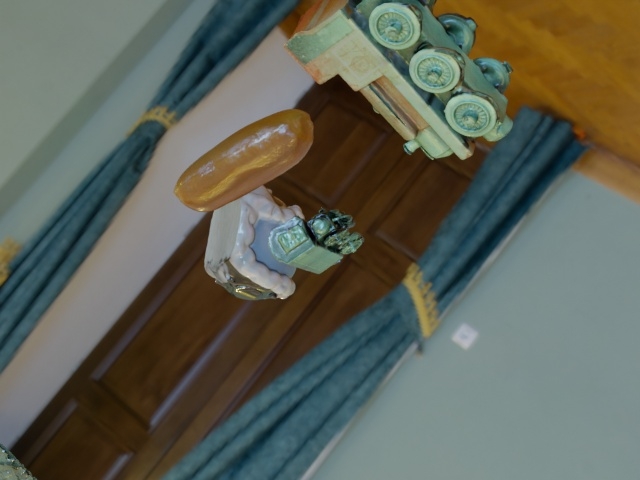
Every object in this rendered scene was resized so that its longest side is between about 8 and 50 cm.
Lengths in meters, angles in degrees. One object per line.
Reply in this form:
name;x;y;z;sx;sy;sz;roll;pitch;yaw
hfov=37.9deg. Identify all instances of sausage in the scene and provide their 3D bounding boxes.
sausage;-0.108;-0.118;1.370;0.098;0.238;0.098;48;-157;-28

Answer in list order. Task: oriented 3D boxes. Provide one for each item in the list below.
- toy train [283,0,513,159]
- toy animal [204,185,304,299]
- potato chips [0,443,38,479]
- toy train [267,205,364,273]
toy train;0.070;-0.133;0.736;0.118;0.074;0.176;-25;120;41
toy animal;-0.110;0.003;1.652;0.156;0.204;0.208;14;169;-21
potato chips;-0.333;0.337;1.043;0.167;0.228;0.059;-2;172;3
toy train;0.000;0.000;0.891;0.038;0.071;0.148;63;-171;11
